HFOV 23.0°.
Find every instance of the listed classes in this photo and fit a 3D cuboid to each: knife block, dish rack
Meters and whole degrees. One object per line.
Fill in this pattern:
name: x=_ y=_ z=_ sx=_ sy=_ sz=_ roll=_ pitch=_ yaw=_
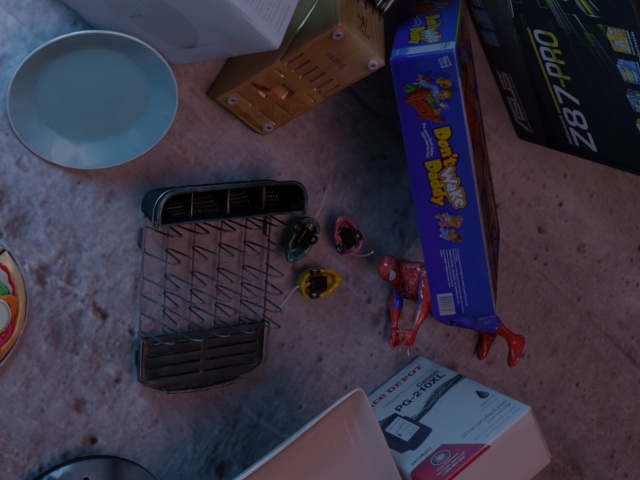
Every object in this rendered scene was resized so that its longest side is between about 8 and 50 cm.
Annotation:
knife block: x=-0.004 y=-0.285 z=1.874 sx=0.275 sy=0.242 sz=0.088 roll=-29 pitch=133 yaw=29
dish rack: x=-0.127 y=0.057 z=1.889 sx=0.208 sy=0.074 sz=0.272 roll=-6 pitch=109 yaw=-34

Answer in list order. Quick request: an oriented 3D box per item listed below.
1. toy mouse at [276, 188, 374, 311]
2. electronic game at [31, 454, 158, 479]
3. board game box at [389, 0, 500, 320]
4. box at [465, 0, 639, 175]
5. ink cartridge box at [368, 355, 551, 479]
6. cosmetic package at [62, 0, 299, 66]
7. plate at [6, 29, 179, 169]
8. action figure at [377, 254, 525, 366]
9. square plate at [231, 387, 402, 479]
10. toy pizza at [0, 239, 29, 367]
toy mouse: x=0.000 y=0.000 z=1.990 sx=0.161 sy=0.031 sz=0.143 roll=-16 pitch=114 yaw=-32
electronic game: x=-0.284 y=0.364 z=1.890 sx=0.229 sy=0.048 sz=0.229 roll=-10 pitch=113 yaw=-25
board game box: x=0.159 y=-0.110 z=1.950 sx=0.078 sy=0.233 sz=0.347 roll=-7 pitch=116 yaw=11
box: x=0.323 y=-0.272 z=1.955 sx=0.097 sy=0.318 sz=0.395 roll=-39 pitch=125 yaw=-19
ink cartridge box: x=0.155 y=0.266 z=2.062 sx=0.172 sy=0.237 sz=0.100 roll=-36 pitch=120 yaw=-21
cosmetic package: x=-0.166 y=-0.304 z=1.628 sx=0.224 sy=0.224 sz=0.138 roll=39 pitch=62 yaw=-39
plate: x=-0.249 y=-0.157 z=1.718 sx=0.188 sy=0.024 sz=0.188 roll=-7 pitch=133 yaw=-8
action figure: x=0.152 y=0.121 z=2.099 sx=0.280 sy=0.091 sz=0.139 roll=39 pitch=68 yaw=-38
square plate: x=-0.036 y=0.396 z=1.939 sx=0.347 sy=0.049 sz=0.344 roll=-34 pitch=121 yaw=-19
toy pizza: x=-0.408 y=0.081 z=1.716 sx=0.201 sy=0.032 sz=0.201 roll=-12 pitch=112 yaw=-33
